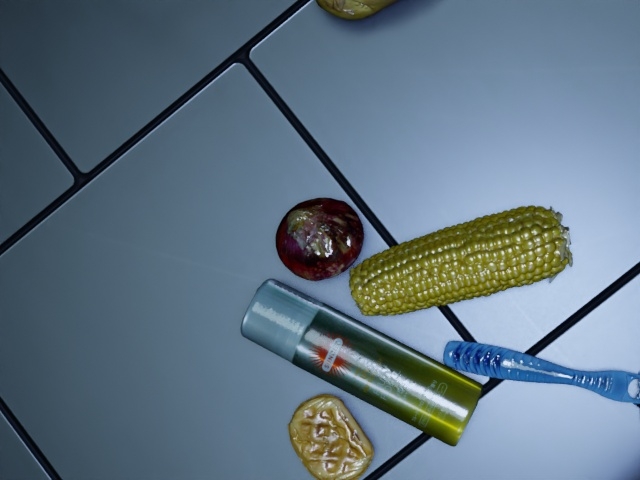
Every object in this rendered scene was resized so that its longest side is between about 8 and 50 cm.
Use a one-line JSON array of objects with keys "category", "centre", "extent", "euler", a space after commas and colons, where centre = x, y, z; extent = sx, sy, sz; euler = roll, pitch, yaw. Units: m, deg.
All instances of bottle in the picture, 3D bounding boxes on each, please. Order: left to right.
[{"category": "bottle", "centre": [0.046, 0.139, 1.632], "extent": [0.286, 0.082, 0.082], "euler": [27, 91, 8]}]

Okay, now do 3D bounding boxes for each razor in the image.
[{"category": "razor", "centre": [0.268, 0.152, 1.623], "extent": [0.253, 0.042, 0.082], "euler": [11, 90, 9]}]

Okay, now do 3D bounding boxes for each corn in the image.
[{"category": "corn", "centre": [0.161, 0.027, 1.620], "extent": [0.260, 0.091, 0.091], "euler": [-17, 76, 7]}]

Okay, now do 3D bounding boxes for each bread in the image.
[{"category": "bread", "centre": [0.011, 0.236, 1.652], "extent": [0.083, 0.044, 0.110], "euler": [-36, 82, 8]}]

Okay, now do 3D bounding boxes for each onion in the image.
[{"category": "onion", "centre": [0.000, 0.000, 1.644], "extent": [0.107, 0.097, 0.107], "euler": [-8, 47, 9]}]

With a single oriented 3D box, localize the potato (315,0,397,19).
[{"category": "potato", "centre": [0.064, -0.333, 1.633], "extent": [0.176, 0.137, 0.137], "euler": [-32, 84, 3]}]
